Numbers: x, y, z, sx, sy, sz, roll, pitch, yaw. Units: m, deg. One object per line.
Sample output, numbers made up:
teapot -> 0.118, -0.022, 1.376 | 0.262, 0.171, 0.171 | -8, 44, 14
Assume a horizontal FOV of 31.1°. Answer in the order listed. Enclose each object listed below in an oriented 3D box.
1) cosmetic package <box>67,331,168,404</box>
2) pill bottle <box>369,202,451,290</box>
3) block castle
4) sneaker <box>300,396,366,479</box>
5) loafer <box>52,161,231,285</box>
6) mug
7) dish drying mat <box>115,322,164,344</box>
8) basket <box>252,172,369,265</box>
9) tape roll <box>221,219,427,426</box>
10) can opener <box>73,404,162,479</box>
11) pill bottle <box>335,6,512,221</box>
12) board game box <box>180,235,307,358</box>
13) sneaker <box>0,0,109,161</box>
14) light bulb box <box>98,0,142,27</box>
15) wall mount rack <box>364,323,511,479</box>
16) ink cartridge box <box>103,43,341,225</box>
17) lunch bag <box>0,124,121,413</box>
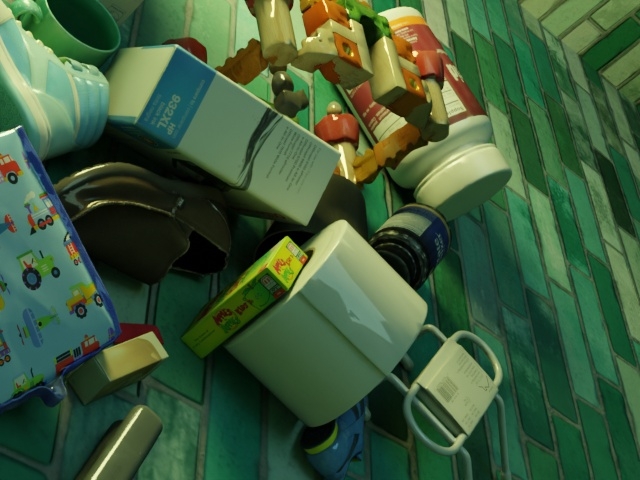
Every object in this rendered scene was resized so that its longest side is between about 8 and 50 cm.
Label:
cosmetic package -> -0.245, 0.155, 1.402 | 0.041, 0.060, 0.115 | 55, 32, 9
pill bottle -> 0.144, 0.023, 2.011 | 0.123, 0.123, 0.219 | 50, 30, -2
block castle -> -0.018, -0.272, 1.943 | 0.453, 0.303, 0.212 | 20, 48, -41
sneaker -> 0.032, 0.268, 1.655 | 0.082, 0.069, 0.209 | 58, 27, -16
loafer -> -0.232, -0.013, 1.529 | 0.366, 0.134, 0.130 | 0, 58, -54
mug -> -0.384, -0.304, 1.683 | 0.158, 0.097, 0.129 | 36, 33, -22
dish drying mat -> -0.241, 0.122, 1.496 | 0.083, 0.008, 0.032 | 8, 50, -49
basket -> 0.000, 0.000, 1.822 | 0.204, 0.154, 0.227 | 38, 28, -17
tape roll -> 0.005, 0.113, 1.602 | 0.169, 0.246, 0.246 | 45, 30, -9
can opener -> -0.265, 0.262, 1.242 | 0.095, 0.076, 0.283 | 46, 29, -10
pill bottle -> 0.198, -0.244, 2.277 | 0.224, 0.224, 0.392 | -7, 62, -56
board game box -> -0.103, 0.078, 1.555 | 0.043, 0.181, 0.092 | 46, 30, -9
sneaker -> -0.407, -0.246, 1.568 | 0.208, 0.127, 0.319 | -17, 80, -56
light bulb box -> -0.309, -0.607, 1.854 | 0.225, 0.361, 0.358 | 29, 36, -34
wall mount rack -> 0.210, 0.297, 1.806 | 0.304, 0.130, 0.350 | 48, 30, 3
ink cartridge box -> -0.159, -0.150, 1.678 | 0.307, 0.223, 0.129 | 31, 79, -30
lunch bag -> -0.360, 0.052, 1.268 | 0.221, 0.138, 0.293 | -32, 88, -49
